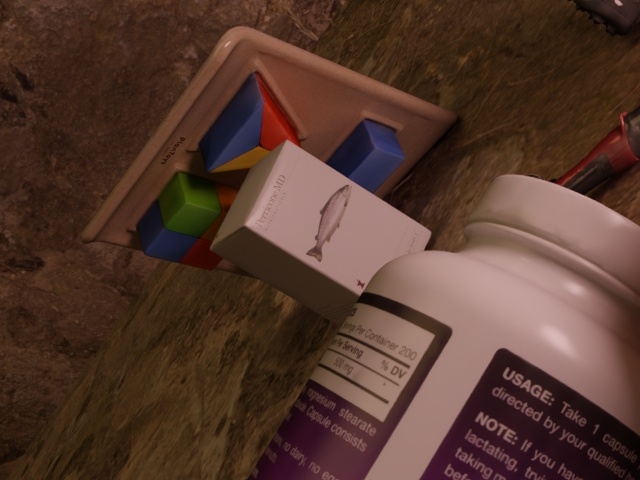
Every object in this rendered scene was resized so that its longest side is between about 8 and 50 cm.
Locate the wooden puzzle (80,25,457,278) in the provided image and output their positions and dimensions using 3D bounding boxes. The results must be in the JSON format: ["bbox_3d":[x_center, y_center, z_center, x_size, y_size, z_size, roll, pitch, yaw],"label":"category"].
[{"bbox_3d":[-0.047,-0.059,1.146,0.322,0.348,0.080,-48,49,31],"label":"wooden puzzle"}]

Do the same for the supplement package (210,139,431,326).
[{"bbox_3d":[0.000,0.000,1.019,0.105,0.179,0.105,-26,36,62],"label":"supplement package"}]

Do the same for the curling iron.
[{"bbox_3d":[0.225,-0.081,0.754,0.274,0.035,0.068,-44,18,41],"label":"curling iron"}]

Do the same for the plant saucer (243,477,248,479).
[{"bbox_3d":[-0.082,0.278,1.006,0.119,0.021,0.119,-51,15,19],"label":"plant saucer"}]

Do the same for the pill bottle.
[{"bbox_3d":[0.061,0.134,0.519,0.323,0.181,0.181,-57,14,-8],"label":"pill bottle"}]

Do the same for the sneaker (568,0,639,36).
[{"bbox_3d":[0.275,-0.272,0.933,0.106,0.078,0.234,-50,13,34],"label":"sneaker"}]
